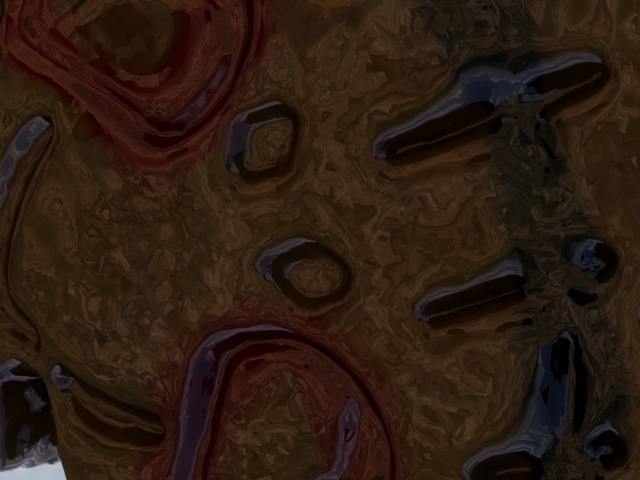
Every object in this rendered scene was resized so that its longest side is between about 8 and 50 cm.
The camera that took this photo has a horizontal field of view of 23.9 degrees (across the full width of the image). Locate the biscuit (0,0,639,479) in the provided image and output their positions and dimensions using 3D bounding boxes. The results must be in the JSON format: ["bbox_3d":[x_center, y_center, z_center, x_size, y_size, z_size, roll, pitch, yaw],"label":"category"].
[{"bbox_3d":[-0.001,0.000,0.471,0.314,0.367,0.063,-18,178,24],"label":"biscuit"}]
